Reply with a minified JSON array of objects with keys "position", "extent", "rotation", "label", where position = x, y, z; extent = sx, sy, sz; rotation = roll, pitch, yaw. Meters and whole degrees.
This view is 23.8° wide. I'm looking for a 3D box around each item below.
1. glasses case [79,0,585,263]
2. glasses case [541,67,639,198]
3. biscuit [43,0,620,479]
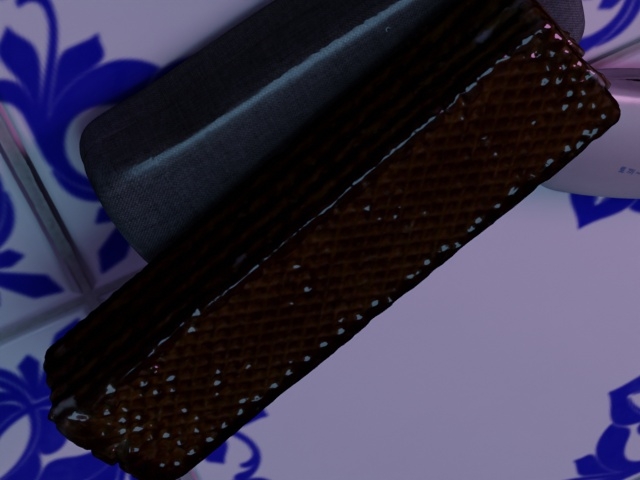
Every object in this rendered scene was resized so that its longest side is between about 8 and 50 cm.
[{"position":[0.011,-0.096,0.950],"extent":[0.323,0.074,0.131],"rotation":[-32,136,2],"label":"glasses case"},{"position":[0.248,-0.076,1.093],"extent":[0.233,0.059,0.092],"rotation":[1,125,-28],"label":"glasses case"},{"position":[0.000,0.000,0.925],"extent":[0.388,0.073,0.107],"rotation":[-40,134,10],"label":"biscuit"}]
